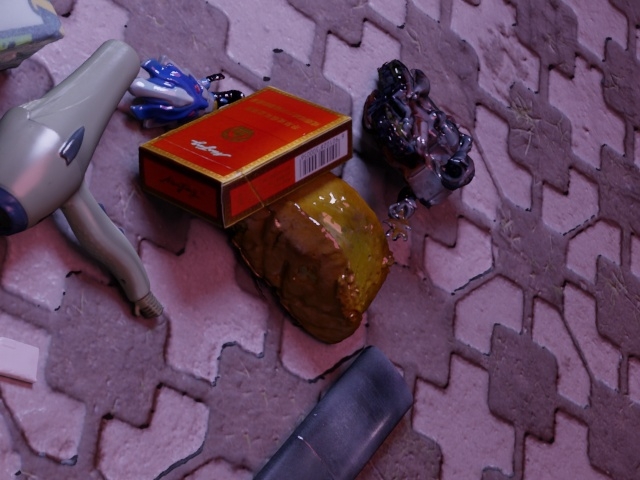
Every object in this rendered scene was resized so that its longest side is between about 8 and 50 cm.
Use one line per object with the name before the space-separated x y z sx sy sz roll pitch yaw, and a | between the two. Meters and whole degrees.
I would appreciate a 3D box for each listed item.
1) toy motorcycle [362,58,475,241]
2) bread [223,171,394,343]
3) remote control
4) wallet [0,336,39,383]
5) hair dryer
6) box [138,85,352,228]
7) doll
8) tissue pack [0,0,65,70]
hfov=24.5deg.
toy motorcycle | 0.140 -0.119 2.078 0.207 0.134 0.401 51 18 -16
bread | 0.001 0.005 1.932 0.260 0.147 0.160 55 47 -11
remote control | 0.002 0.279 1.885 0.107 0.044 0.377 52 45 -8
wallet | -0.350 0.129 1.635 0.083 0.011 0.044 21 59 -36
hair dryer | -0.262 -0.094 1.755 0.298 0.119 0.296 37 57 -41
box | -0.092 -0.110 1.864 0.240 0.153 0.074 -30 136 -40
doll | -0.183 -0.183 1.895 0.195 0.070 0.096 11 95 -45
tissue pack | -0.457 -0.327 1.646 0.228 0.128 0.311 -24 90 -48
